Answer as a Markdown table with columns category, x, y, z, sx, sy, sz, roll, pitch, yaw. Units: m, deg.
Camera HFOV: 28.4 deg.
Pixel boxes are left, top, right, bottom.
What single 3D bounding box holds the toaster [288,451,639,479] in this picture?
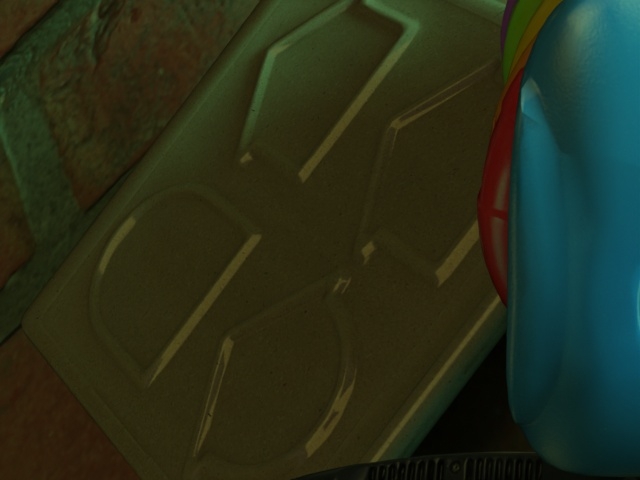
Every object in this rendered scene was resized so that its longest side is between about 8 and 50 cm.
| category | x | y | z | sx | sy | sz | roll | pitch | yaw |
| --- | --- | --- | --- | --- | --- | --- | --- | --- | --- |
| toaster | 0.069 | 0.164 | 0.494 | 0.227 | 0.146 | 0.129 | -11 | 57 | 35 |

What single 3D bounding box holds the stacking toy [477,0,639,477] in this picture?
| category | x | y | z | sx | sy | sz | roll | pitch | yaw |
| --- | --- | --- | --- | --- | --- | --- | --- | --- | --- |
| stacking toy | 0.128 | -0.068 | 0.474 | 0.166 | 0.175 | 0.302 | -4 | 33 | 1 |

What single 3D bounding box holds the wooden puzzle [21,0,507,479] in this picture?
| category | x | y | z | sx | sy | sz | roll | pitch | yaw |
| --- | --- | --- | --- | --- | --- | --- | --- | --- | --- |
| wooden puzzle | 0.000 | 0.000 | 0.712 | 0.322 | 0.080 | 0.348 | -53 | 39 | 0 |
